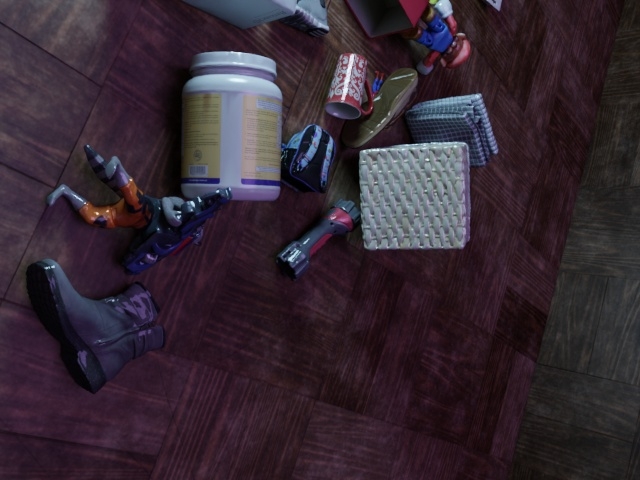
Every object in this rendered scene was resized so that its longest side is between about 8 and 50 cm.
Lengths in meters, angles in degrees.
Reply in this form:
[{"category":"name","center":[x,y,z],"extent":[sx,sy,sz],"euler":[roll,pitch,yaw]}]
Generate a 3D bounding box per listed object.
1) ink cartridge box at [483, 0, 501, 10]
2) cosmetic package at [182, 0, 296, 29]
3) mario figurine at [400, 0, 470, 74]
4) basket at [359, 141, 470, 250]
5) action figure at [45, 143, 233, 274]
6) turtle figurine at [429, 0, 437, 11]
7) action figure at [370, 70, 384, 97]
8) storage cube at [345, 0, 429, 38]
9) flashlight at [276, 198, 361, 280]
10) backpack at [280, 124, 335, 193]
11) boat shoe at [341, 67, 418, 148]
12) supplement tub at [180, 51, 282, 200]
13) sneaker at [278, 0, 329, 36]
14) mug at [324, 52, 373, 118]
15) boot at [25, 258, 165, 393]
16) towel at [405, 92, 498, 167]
[{"category":"ink cartridge box","center":[0.674,-1.024,2.368],"extent":[0.115,0.067,0.198],"euler":[12,84,-45]},{"category":"cosmetic package","center":[-0.254,-0.644,1.368],"extent":[0.385,0.217,0.156],"euler":[12,85,-43]},{"category":"mario figurine","center":[0.385,-0.697,2.039],"extent":[0.321,0.198,0.170],"euler":[15,63,-52]},{"category":"basket","center":[0.297,-0.140,1.838],"extent":[0.266,0.329,0.331],"euler":[-25,113,-75]},{"category":"action figure","center":[-0.363,-0.085,1.310],"extent":[0.330,0.341,0.178],"euler":[37,29,-49]},{"category":"turtle figurine","center":[0.369,-0.879,1.975],"extent":[0.087,0.270,0.217],"euler":[-78,169,-51]},{"category":"action figure","center":[0.181,-0.494,1.951],"extent":[0.038,0.030,0.115],"euler":[9,92,-40]},{"category":"storage cube","center":[0.214,-0.776,1.846],"extent":[0.215,0.184,0.193],"euler":[47,60,-37]},{"category":"flashlight","center":[0.000,0.000,1.774],"extent":[0.304,0.103,0.103],"euler":[-46,165,-29]},{"category":"backpack","center":[-0.041,-0.237,1.690],"extent":[0.158,0.117,0.173],"euler":[29,74,-43]},{"category":"boat shoe","center":[0.204,-0.402,1.912],"extent":[0.342,0.123,0.123],"euler":[-52,146,-17]},{"category":"supplement tub","center":[-0.212,-0.262,1.427],"extent":[0.241,0.241,0.331],"euler":[-2,95,-45]},{"category":"sneaker","center":[-0.058,-0.671,1.664],"extent":[0.229,0.086,0.132],"euler":[8,83,-56]},{"category":"mug","center":[0.090,-0.465,1.817],"extent":[0.150,0.113,0.169],"euler":[31,67,-58]},{"category":"boot","center":[-0.482,0.146,1.304],"extent":[0.223,0.118,0.338],"euler":[-38,131,-39]},{"category":"towel","center":[0.447,-0.364,2.052],"extent":[0.121,0.284,0.235],"euler":[-44,122,-32]}]
